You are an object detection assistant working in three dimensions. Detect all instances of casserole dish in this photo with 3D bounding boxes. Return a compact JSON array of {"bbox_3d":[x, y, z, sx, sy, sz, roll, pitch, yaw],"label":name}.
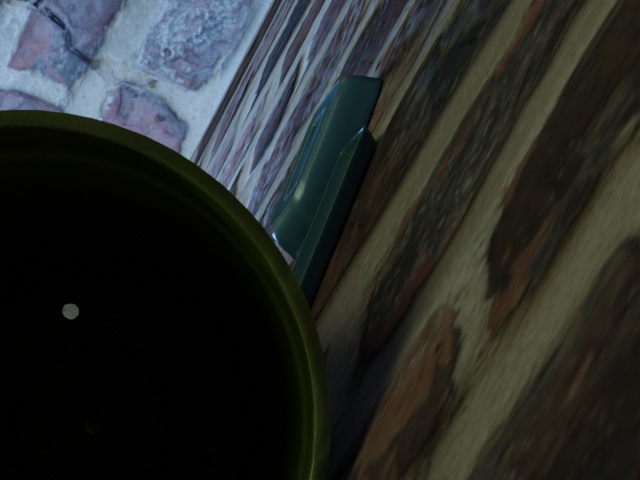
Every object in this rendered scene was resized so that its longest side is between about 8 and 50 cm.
[{"bbox_3d":[0.001,-0.070,1.614,0.114,0.037,0.188,-49,17,59],"label":"casserole dish"}]

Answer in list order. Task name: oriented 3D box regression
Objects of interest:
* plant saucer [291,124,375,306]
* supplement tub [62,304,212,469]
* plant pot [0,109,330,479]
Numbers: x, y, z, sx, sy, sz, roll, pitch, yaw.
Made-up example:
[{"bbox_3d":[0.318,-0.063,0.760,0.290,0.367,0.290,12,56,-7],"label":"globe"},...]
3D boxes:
[{"bbox_3d":[0.000,0.000,1.481,0.192,0.018,0.067,-67,9,-21],"label":"plant saucer"},{"bbox_3d":[-0.214,0.214,1.556,0.316,0.193,0.193,-64,8,2],"label":"supplement tub"},{"bbox_3d":[-0.176,0.123,1.224,0.353,0.366,0.366,88,-154,-84],"label":"plant pot"}]
